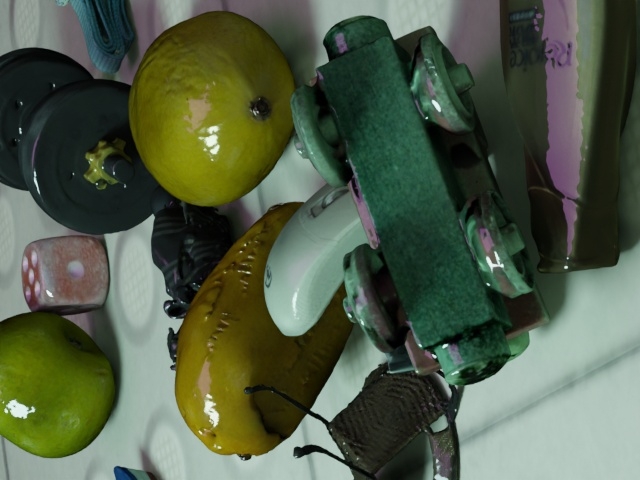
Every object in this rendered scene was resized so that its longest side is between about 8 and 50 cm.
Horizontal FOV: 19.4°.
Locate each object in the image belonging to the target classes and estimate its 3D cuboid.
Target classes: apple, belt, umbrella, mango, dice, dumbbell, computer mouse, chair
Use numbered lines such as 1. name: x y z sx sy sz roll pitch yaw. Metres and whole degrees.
1. apple: -0.352 0.180 2.367 0.157 0.196 0.196 -50 40 11
2. belt: -0.285 -0.292 2.300 0.065 0.100 0.179 129 130 -58
3. umbrella: -0.121 0.033 1.974 0.154 0.128 0.337 111 148 -42
4. mango: -0.122 -0.131 1.956 0.331 0.142 0.195 165 106 -70
5. dice: -0.328 0.046 2.409 0.091 0.093 0.094 -22 71 62
6. dumbbell: -0.304 -0.124 2.249 0.388 0.185 0.185 30 118 59
7. computer mouse: 0.000 0.000 1.650 0.182 0.056 0.089 -53 35 16
8. mango: -0.055 0.082 1.764 0.151 0.156 0.249 21 83 23
9. chair: 0.053 0.171 1.685 0.174 0.149 0.213 44 172 50

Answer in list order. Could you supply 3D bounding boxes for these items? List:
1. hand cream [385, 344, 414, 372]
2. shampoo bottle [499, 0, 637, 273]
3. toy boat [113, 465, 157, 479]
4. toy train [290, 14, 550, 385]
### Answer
1. hand cream: 0.072 0.029 1.629 0.248 0.075 0.052 -108 -10 -47
2. shampoo bottle: 0.185 -0.150 1.401 0.125 0.084 0.350 3 95 60
3. toy boat: -0.192 0.352 2.217 0.229 0.046 0.080 62 144 41
4. toy train: 0.087 -0.026 1.483 0.221 0.150 0.304 28 -138 -70
